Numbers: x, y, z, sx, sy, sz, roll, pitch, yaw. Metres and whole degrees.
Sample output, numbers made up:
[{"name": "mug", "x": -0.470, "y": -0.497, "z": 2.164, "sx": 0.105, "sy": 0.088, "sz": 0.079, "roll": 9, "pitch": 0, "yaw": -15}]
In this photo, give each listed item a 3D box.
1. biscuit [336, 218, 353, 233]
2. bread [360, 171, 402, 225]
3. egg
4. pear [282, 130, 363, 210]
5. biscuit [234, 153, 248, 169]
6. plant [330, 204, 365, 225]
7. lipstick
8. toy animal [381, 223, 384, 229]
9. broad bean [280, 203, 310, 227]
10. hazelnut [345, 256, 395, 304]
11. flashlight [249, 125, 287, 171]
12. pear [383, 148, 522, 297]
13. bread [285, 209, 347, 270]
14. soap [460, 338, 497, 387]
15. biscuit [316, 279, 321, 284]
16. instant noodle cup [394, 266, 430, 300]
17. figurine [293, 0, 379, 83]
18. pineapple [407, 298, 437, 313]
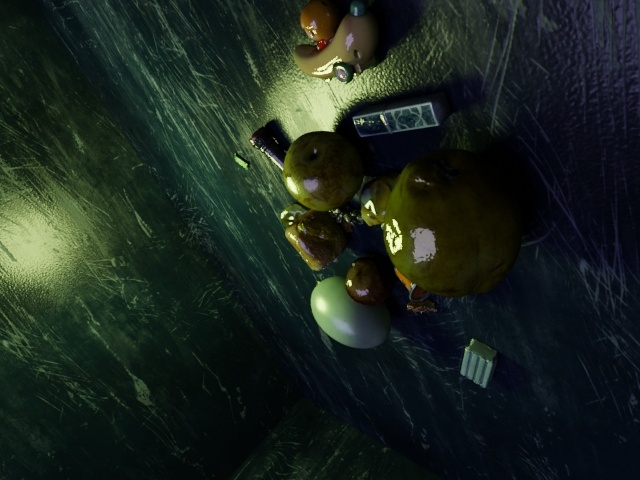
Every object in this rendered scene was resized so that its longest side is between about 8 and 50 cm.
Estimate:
[{"name": "biscuit", "x": 0.094, "y": -0.067, "z": 1.886, "sx": 0.092, "sy": 0.016, "sz": 0.082, "roll": 41, "pitch": 153, "yaw": 9}, {"name": "bread", "x": 0.204, "y": -0.135, "z": 1.507, "sx": 0.233, "sy": 0.088, "sz": 0.160, "roll": -11, "pitch": 86, "yaw": 55}, {"name": "egg", "x": 0.130, "y": 0.310, "z": 2.043, "sx": 0.389, "sy": 0.276, "sz": 0.276, "roll": 33, "pitch": 149, "yaw": 25}, {"name": "pear", "x": 0.012, "y": -0.225, "z": 1.549, "sx": 0.284, "sy": 0.283, "sz": 0.283, "roll": 35, "pitch": 150, "yaw": 24}, {"name": "biscuit", "x": -0.362, "y": -0.362, "z": 2.151, "sx": 0.089, "sy": 0.016, "sz": 0.046, "roll": 37, "pitch": 149, "yaw": 19}, {"name": "plant", "x": 0.102, "y": -0.100, "z": 1.769, "sx": 0.174, "sy": 0.087, "sz": 0.085, "roll": 24, "pitch": 179, "yaw": 32}, {"name": "lipstick", "x": 0.219, "y": -0.343, "z": 1.286, "sx": 0.290, "sy": 0.076, "sz": 0.077, "roll": 5, "pitch": 129, "yaw": 50}, {"name": "toy animal", "x": 0.281, "y": -0.100, "z": 1.540, "sx": 0.079, "sy": 0.070, "sz": 0.253, "roll": 20, "pitch": 147, "yaw": -23}, {"name": "broad bean", "x": -0.082, "y": -0.093, "z": 2.060, "sx": 0.207, "sy": 0.072, "sz": 0.153, "roll": 14, "pitch": 143, "yaw": 28}, {"name": "hazelnut", "x": 0.204, "y": 0.170, "z": 1.878, "sx": 0.208, "sy": 0.208, "sz": 0.208, "roll": 35, "pitch": 150, "yaw": 24}, {"name": "flashlight", "x": -0.171, "y": -0.341, "z": 1.844, "sx": 0.232, "sy": 0.093, "sz": 0.093, "roll": 44, "pitch": 153, "yaw": -5}, {"name": "pear", "x": 0.341, "y": -0.040, "z": 1.232, "sx": 0.352, "sy": 0.352, "sz": 0.413, "roll": 14, "pitch": 134, "yaw": 47}, {"name": "bread", "x": 0.000, "y": 0.000, "z": 1.906, "sx": 0.246, "sy": 0.195, "sz": 0.176, "roll": 52, "pitch": 166, "yaw": -15}, {"name": "soap", "x": 0.610, "y": 0.474, "z": 1.801, "sx": 0.115, "sy": 0.063, "sz": 0.198, "roll": 29, "pitch": 147, "yaw": 29}, {"name": "biscuit", "x": 0.087, "y": 0.269, "z": 2.322, "sx": 0.292, "sy": 0.026, "sz": 0.048, "roll": 26, "pitch": 150, "yaw": 36}, {"name": "instant noodle cup", "x": 0.338, "y": 0.104, "z": 1.617, "sx": 0.125, "sy": 0.178, "sz": 0.208, "roll": 47, "pitch": 137, "yaw": 31}, {"name": "figurine", "x": 0.026, "y": -0.540, "z": 1.258, "sx": 0.325, "sy": 0.124, "sz": 0.222, "roll": 16, "pitch": 139, "yaw": 52}, {"name": "pineapple", "x": 0.404, "y": 0.250, "z": 1.822, "sx": 0.114, "sy": 0.077, "sz": 0.114, "roll": 8, "pitch": 169, "yaw": 36}]
